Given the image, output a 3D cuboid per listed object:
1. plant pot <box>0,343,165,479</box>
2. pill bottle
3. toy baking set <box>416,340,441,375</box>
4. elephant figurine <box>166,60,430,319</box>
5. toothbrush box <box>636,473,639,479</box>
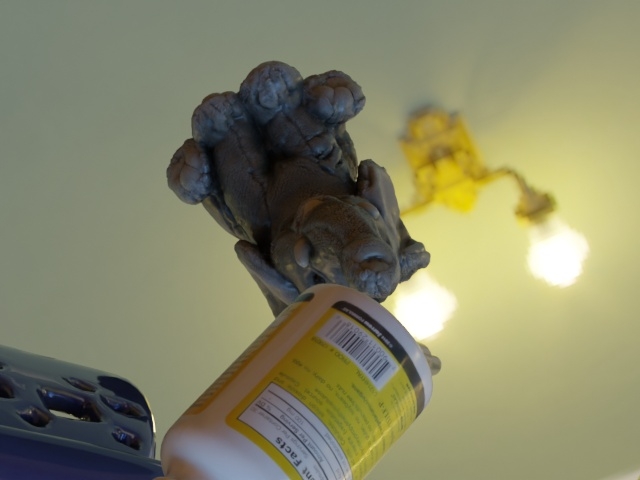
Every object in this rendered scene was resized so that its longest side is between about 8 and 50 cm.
[{"bbox_3d":[-0.195,0.166,0.853,0.212,0.236,0.236,-160,-95,-71],"label":"plant pot"},{"bbox_3d":[-0.017,0.074,0.681,0.065,0.065,0.116,9,-136,46],"label":"pill bottle"},{"bbox_3d":[-0.005,0.140,1.385,0.197,0.256,0.030,-46,-113,5],"label":"toy baking set"},{"bbox_3d":[0.000,0.000,1.376,0.169,0.186,0.239,-52,-124,28],"label":"elephant figurine"},{"bbox_3d":[0.372,0.213,1.593,0.206,0.122,0.283,-54,-176,-34],"label":"toothbrush box"}]
